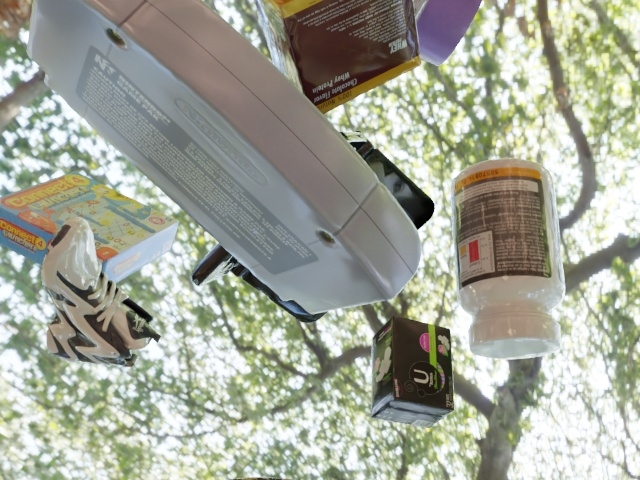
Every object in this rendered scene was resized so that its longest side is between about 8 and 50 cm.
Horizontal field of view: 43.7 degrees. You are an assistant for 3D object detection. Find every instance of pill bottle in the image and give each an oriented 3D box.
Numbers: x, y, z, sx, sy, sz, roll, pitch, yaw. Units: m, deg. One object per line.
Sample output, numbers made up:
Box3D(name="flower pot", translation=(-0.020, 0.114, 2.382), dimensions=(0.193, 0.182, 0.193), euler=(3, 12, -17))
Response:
Box3D(name="pill bottle", translation=(0.283, 0.029, 1.209), dimensions=(0.162, 0.162, 0.278), euler=(-5, -113, 16))

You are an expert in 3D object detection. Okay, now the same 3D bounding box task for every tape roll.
Box3D(name="tape roll", translation=(0.204, -0.393, 1.328), dimensions=(0.080, 0.189, 0.189), euler=(24, -122, -9))

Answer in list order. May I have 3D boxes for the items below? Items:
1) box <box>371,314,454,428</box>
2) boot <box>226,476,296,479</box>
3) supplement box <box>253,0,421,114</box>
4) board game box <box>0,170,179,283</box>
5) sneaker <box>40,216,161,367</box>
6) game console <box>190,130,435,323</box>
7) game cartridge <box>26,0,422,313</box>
Box3D(name="box", translation=(0.084, 0.121, 0.735), dimensions=(0.062, 0.052, 0.083), euler=(14, -125, -16))
Box3D(name="boot", translation=(-0.173, 0.364, 0.809), dimensions=(0.377, 0.284, 0.138), euler=(0, -127, -31))
Box3D(name="supplement box", translation=(0.022, -0.316, 1.141), dimensions=(0.191, 0.194, 0.129), euler=(-28, -132, -9))
Box3D(name="board game box", translation=(-0.529, -0.029, 1.798), dimensions=(0.302, 0.086, 0.308), euler=(25, -156, 11))
Box3D(name="sneaker", translation=(-0.282, 0.083, 1.066), dimensions=(0.153, 0.235, 0.094), euler=(17, -151, 5))
Box3D(name="game console", translation=(0.000, 0.000, 1.149), dimensions=(0.293, 0.250, 0.173), euler=(-44, -94, 15))
Box3D(name="game cartridge", translation=(-0.070, -0.066, 0.554), dimensions=(0.062, 0.297, 0.198), euler=(-52, -168, -26))
